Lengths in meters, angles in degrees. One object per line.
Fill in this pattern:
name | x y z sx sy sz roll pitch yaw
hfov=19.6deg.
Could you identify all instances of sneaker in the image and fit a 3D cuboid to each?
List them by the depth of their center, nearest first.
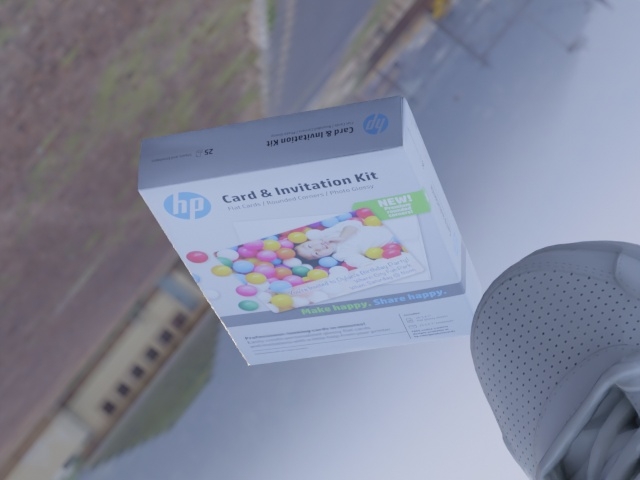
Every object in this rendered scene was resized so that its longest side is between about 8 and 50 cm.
sneaker | 0.107 0.087 0.541 0.169 0.292 0.108 11 117 -44

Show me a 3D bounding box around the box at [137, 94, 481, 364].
box | 0.000 0.000 1.020 0.186 0.145 0.038 64 22 -51
